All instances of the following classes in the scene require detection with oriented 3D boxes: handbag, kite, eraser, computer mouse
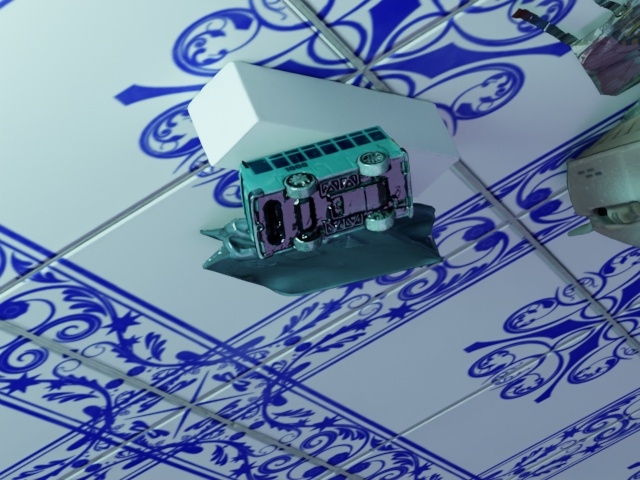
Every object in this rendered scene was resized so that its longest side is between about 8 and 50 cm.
[{"bbox_3d":[0.000,0.000,1.786,0.229,0.062,0.179,-14,160,32],"label":"handbag"},{"bbox_3d":[0.328,-0.242,1.732,0.204,0.022,0.360,-36,155,23],"label":"kite"},{"bbox_3d":[0.010,-0.108,1.649,0.298,0.078,0.076,6,141,-45],"label":"eraser"},{"bbox_3d":[0.412,-0.075,1.914,0.389,0.199,0.115,-33,-163,43],"label":"computer mouse"}]

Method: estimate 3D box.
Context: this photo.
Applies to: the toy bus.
[{"bbox_3d":[0.000,-0.048,1.561,0.160,0.092,0.079,-17,123,-14],"label":"toy bus"}]
